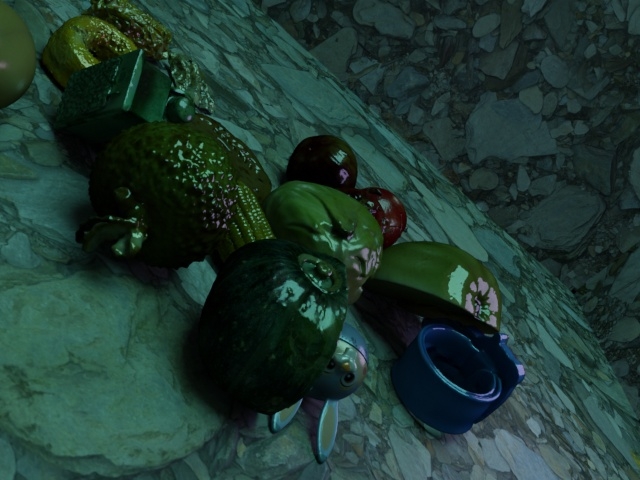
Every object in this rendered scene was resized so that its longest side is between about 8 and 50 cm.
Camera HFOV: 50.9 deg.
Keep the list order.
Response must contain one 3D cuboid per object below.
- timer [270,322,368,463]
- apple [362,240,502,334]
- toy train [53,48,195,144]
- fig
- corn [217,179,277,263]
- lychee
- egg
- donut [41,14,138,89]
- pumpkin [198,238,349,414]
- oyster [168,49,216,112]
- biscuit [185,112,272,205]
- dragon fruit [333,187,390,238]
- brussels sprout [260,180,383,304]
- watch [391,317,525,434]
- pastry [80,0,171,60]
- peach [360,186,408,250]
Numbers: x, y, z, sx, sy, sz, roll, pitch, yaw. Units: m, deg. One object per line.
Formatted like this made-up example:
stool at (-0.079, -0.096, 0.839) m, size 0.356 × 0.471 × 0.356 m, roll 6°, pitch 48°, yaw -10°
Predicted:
timer at (0.011, 0.252, 1.249) m, size 0.175 × 0.175 × 0.255 m, roll 39°, pitch 24°, yaw -16°
apple at (0.304, 0.145, 1.779) m, size 0.320 × 0.360 × 0.312 m, roll -26°, pitch 108°, yaw -34°
toy train at (-0.379, -0.254, 1.345) m, size 0.202 × 0.266 × 0.145 m, roll 32°, pitch 62°, yaw -47°
fig at (0.043, -0.166, 2.024) m, size 0.321 × 0.217 × 0.217 m, roll 52°, pitch 13°, yaw -42°
corn at (-0.149, 0.016, 1.422) m, size 0.131 × 0.131 × 0.344 m, roll 16°, pitch 35°, yaw -50°
lychee at (-0.277, -0.082, 1.198) m, size 0.270 × 0.270 × 0.320 m, roll 44°, pitch 4°, yaw -2°
egg at (-0.583, -0.314, 1.127) m, size 0.201 × 0.201 × 0.244 m, roll 32°, pitch 3°, yaw -30°
donut at (-0.513, -0.401, 1.551) m, size 0.253 × 0.118 × 0.254 m, roll 32°, pitch 40°, yaw -32°
pumpkin at (-0.105, 0.126, 1.149) m, size 0.197 × 0.263 × 0.293 m, roll 30°, pitch 29°, yaw -18°
oyster at (-0.364, -0.463, 1.963) m, size 0.132 × 0.072 × 0.209 m, roll 12°, pitch 41°, yaw -49°
biscuit at (-0.263, -0.217, 1.745) m, size 0.359 × 0.046 × 0.359 m, roll 36°, pitch 24°, yaw -18°
dragon fruit at (0.075, -0.060, 1.775) m, size 0.148 × 0.223 × 0.219 m, roll 82°, pitch -5°, yaw -70°
brussels sprout at (0.000, 0.000, 1.572) m, size 0.328 × 0.247 × 0.328 m, roll 21°, pitch 31°, yaw -13°
watch at (0.301, 0.297, 1.630) m, size 0.274 × 0.241 × 0.305 m, roll -1°, pitch 41°, yaw -42°
pastry at (-0.527, -0.595, 1.861) m, size 0.250 × 0.102 × 0.154 m, roll 22°, pitch 32°, yaw -48°
peach at (0.151, -0.053, 1.967) m, size 0.226 × 0.190 × 0.196 m, roll -9°, pitch 71°, yaw -43°
